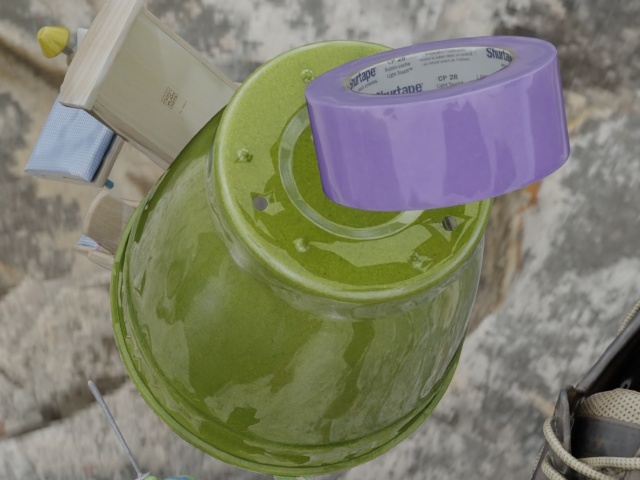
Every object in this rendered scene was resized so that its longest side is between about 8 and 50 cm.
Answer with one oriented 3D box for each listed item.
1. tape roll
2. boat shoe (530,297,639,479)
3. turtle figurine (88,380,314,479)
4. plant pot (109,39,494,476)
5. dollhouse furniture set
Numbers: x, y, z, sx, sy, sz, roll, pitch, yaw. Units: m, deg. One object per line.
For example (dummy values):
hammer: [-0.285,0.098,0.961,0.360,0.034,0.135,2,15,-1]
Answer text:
tape roll: [0.087,-0.090,1.177,0.189,0.189,0.080,-15,108,-12]
boat shoe: [0.154,0.127,0.815,0.132,0.130,0.355,7,45,35]
turtle figurine: [-0.096,0.286,1.696,0.198,0.266,0.275,-22,41,-2]
plant pot: [0.000,0.000,1.452,0.366,0.353,0.366,4,69,-9]
dollhouse furniture set: [-0.288,-0.135,1.799,0.303,0.198,0.286,12,72,43]
